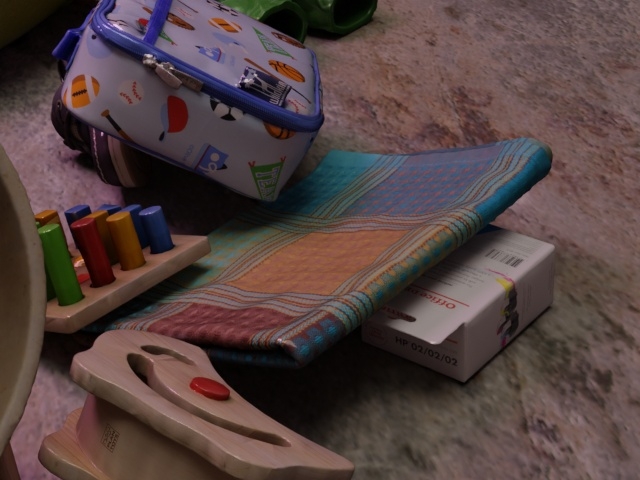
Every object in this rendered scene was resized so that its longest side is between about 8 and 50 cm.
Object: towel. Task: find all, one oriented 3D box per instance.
[{"bbox_3d":[0.000,0.000,1.190,0.271,0.040,0.370,0,25,42],"label":"towel"}]

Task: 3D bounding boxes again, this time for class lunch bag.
[{"bbox_3d":[-0.121,-0.157,1.316,0.243,0.115,0.303,26,18,-11],"label":"lunch bag"}]

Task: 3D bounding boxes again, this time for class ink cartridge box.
[{"bbox_3d":[0.104,0.052,1.153,0.104,0.062,0.181,20,36,33],"label":"ink cartridge box"}]

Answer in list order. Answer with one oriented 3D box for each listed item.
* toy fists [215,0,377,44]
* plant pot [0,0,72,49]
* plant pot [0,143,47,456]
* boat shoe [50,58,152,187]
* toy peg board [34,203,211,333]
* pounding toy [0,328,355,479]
[{"bbox_3d":[-0.057,-0.295,1.691,0.142,0.096,0.279,21,34,31],"label":"toy fists"},{"bbox_3d":[-0.459,-0.336,1.585,0.366,0.367,0.353,11,45,18],"label":"plant pot"},{"bbox_3d":[-0.400,0.039,0.914,0.333,0.334,0.305,-27,16,-36],"label":"plant pot"},{"bbox_3d":[-0.230,-0.129,1.435,0.092,0.103,0.285,-14,33,-2],"label":"boat shoe"},{"bbox_3d":[-0.209,0.003,1.181,0.161,0.079,0.160,3,26,44],"label":"toy peg board"},{"bbox_3d":[-0.121,0.161,0.973,0.269,0.155,0.154,26,11,23],"label":"pounding toy"}]
